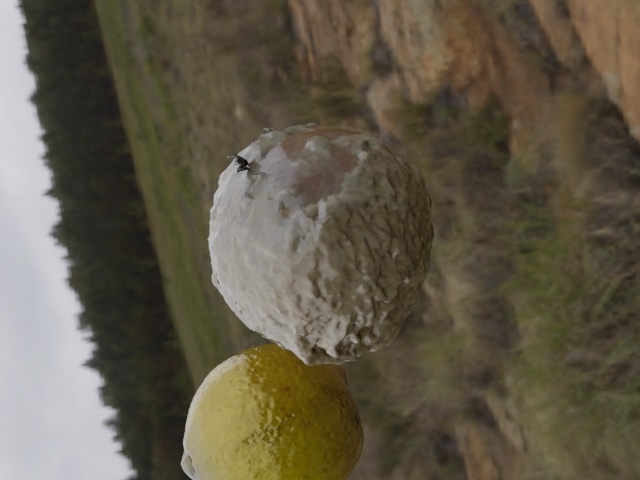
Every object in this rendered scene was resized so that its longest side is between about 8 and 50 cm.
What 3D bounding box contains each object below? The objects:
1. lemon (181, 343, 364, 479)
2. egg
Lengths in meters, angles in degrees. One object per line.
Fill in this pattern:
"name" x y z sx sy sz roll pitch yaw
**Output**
"lemon" -0.071 0.295 1.824 0.293 0.293 0.293 170 90 -89
"egg" 0.000 0.000 1.322 0.310 0.279 0.279 -75 -20 -58
